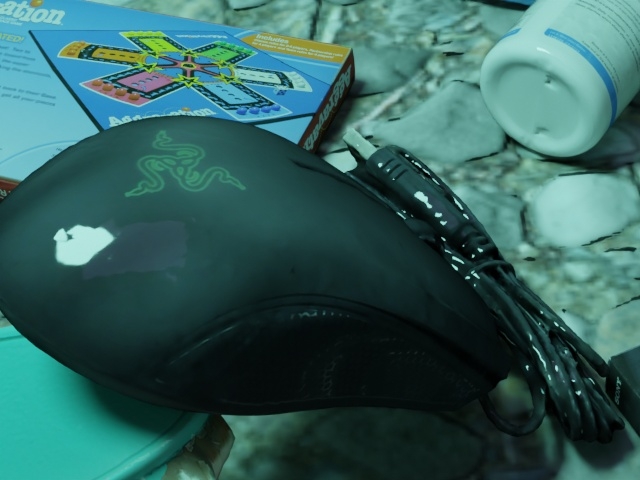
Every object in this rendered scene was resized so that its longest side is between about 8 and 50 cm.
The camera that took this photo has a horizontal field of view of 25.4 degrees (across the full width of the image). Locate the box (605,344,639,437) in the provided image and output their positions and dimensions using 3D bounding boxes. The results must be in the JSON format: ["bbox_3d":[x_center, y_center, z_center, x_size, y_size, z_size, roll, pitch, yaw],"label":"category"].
[{"bbox_3d":[0.203,0.088,0.559,0.116,0.029,0.162,-21,46,-12],"label":"box"}]

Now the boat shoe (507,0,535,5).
[{"bbox_3d":[0.176,-0.188,0.782,0.258,0.089,0.109,2,47,9],"label":"boat shoe"}]

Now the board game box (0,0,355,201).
[{"bbox_3d":[-0.137,-0.073,0.756,0.281,0.027,0.145,13,51,18],"label":"board game box"}]

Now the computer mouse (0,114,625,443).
[{"bbox_3d":[0.000,0.000,0.538,0.272,0.072,0.188,4,35,-47],"label":"computer mouse"}]

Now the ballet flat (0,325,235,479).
[{"bbox_3d":[-0.227,0.141,0.494,0.409,0.147,0.147,-16,47,-12],"label":"ballet flat"}]

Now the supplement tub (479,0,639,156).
[{"bbox_3d":[0.135,-0.099,0.717,0.071,0.071,0.107,25,54,27],"label":"supplement tub"}]
